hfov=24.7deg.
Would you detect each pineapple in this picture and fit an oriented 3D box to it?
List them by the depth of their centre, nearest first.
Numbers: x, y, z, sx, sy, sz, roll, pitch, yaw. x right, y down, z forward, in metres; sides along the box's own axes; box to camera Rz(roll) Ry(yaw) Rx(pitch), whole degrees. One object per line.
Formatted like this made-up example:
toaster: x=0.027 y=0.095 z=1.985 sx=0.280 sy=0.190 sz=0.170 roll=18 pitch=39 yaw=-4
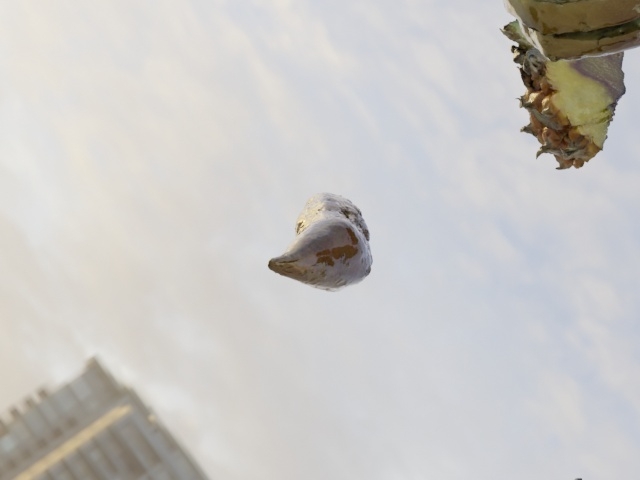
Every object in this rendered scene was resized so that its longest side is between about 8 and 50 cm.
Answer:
pineapple: x=0.283 y=-0.196 z=1.853 sx=0.164 sy=0.249 sz=0.140 roll=15 pitch=-32 yaw=-14

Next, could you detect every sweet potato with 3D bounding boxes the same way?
sweet potato: x=0.014 y=0.005 z=1.721 sx=0.106 sy=0.354 sz=0.095 roll=15 pitch=-77 yaw=3

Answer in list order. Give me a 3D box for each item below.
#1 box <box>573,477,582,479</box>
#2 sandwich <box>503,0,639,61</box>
box: x=0.293 y=0.277 z=1.094 sx=0.045 sy=0.270 sz=0.210 roll=48 pitch=38 yaw=-66
sandwich: x=0.273 y=-0.240 z=1.138 sx=0.249 sy=0.273 sz=0.095 roll=-87 pitch=164 yaw=-55
